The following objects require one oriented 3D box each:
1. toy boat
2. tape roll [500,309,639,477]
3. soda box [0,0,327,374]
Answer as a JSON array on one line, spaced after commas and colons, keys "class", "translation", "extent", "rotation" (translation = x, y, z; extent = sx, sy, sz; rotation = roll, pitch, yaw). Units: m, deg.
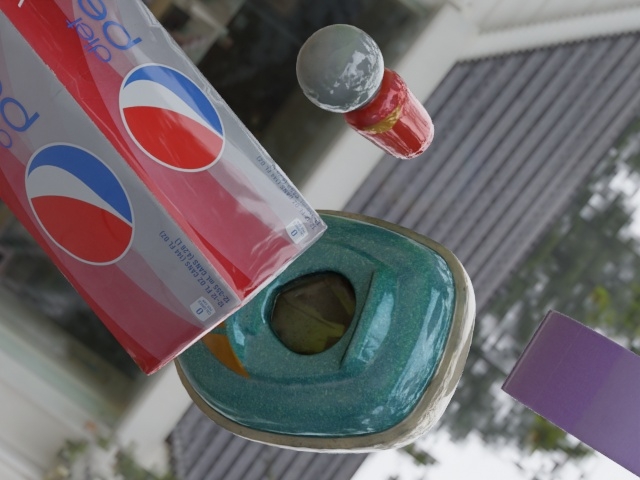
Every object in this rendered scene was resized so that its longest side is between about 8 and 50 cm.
[{"class": "toy boat", "translation": [0.000, 0.000, 1.281], "extent": [0.267, 0.148, 0.318], "rotation": [3, -112, 35]}, {"class": "tape roll", "translation": [0.301, 0.170, 1.516], "extent": [0.090, 0.274, 0.275], "rotation": [-57, -171, 0]}, {"class": "soda box", "translation": [-0.122, -0.069, 0.829], "extent": [0.092, 0.263, 0.083], "rotation": [-38, -177, 43]}]
